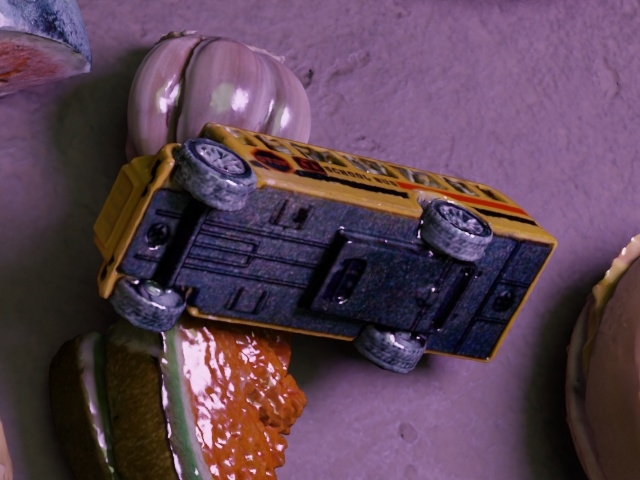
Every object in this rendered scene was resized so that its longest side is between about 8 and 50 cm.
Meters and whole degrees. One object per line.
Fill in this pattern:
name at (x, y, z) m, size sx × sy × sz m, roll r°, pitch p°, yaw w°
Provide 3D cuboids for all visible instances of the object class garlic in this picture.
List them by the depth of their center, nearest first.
garlic at (-0.088, -0.057, 1.354) m, size 0.131 × 0.127 × 0.194 m, roll 22°, pitch 85°, yaw -17°

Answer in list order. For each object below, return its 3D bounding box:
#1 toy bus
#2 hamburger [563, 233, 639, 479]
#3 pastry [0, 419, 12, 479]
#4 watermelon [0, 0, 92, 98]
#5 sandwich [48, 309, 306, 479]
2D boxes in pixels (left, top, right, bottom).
toy bus at (0.000, 0.000, 1.299) m, size 0.335 × 0.121 × 0.123 m, roll 11°, pitch 28°, yaw -37°
hamburger at (0.321, 0.117, 1.414) m, size 0.300 × 0.176 × 0.300 m, roll 5°, pitch 73°, yaw -17°
pastry at (-0.356, 0.147, 1.074) m, size 0.388 × 0.313 × 0.388 m, roll 0°, pitch 47°, yaw 1°
watermelon at (-0.313, -0.194, 1.272) m, size 0.322 × 0.175 × 0.188 m, roll -6°, pitch 78°, yaw -23°
sandwich at (-0.086, 0.130, 1.308) m, size 0.160 × 0.109 × 0.185 m, roll -3°, pitch 75°, yaw -45°
